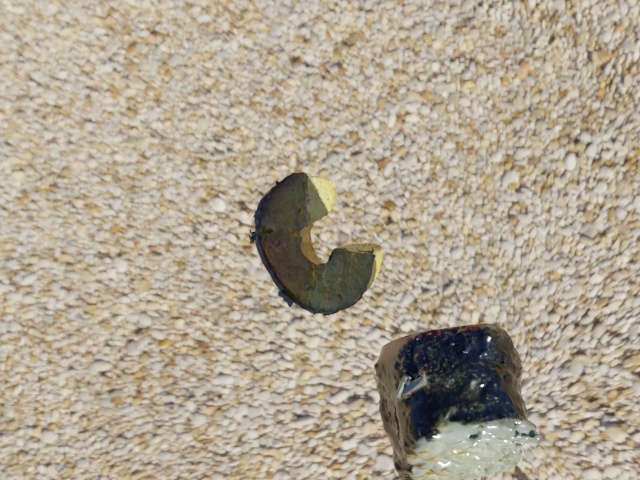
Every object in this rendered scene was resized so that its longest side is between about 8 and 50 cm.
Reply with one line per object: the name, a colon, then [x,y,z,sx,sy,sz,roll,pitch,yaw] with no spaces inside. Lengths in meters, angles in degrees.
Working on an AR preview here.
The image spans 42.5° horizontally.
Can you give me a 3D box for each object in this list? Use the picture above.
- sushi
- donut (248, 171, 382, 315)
sushi: [0.123,0.162,0.789,0.136,0.225,0.126,-7,71,0]
donut: [-0.006,0.009,1.038,0.181,0.078,0.146,48,119,11]
